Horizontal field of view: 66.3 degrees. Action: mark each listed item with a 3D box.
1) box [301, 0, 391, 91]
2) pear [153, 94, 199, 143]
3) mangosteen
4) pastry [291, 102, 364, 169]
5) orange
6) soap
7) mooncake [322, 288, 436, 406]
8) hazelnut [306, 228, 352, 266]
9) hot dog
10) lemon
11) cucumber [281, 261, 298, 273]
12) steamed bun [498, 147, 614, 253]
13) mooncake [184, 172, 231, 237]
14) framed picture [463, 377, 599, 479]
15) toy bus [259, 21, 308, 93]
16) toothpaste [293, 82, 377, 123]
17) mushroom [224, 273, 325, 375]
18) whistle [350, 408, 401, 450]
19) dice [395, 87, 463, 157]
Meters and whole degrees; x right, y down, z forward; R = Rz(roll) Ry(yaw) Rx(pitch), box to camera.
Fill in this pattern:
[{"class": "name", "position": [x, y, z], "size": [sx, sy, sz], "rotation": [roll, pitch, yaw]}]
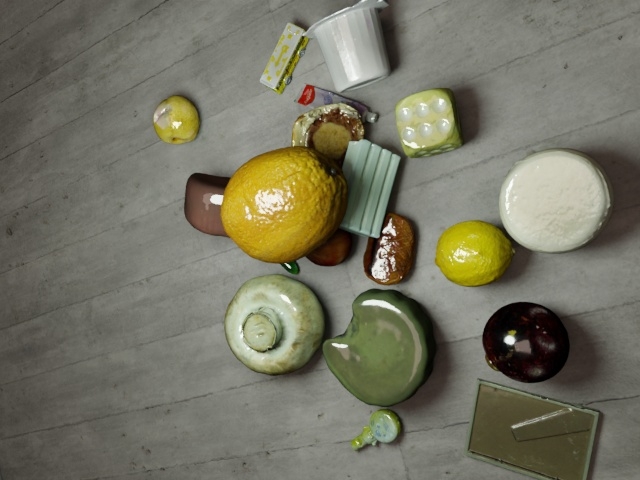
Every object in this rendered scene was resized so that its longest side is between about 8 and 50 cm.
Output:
[{"class": "box", "position": [0.120, -0.581, 1.485], "size": [0.291, 0.262, 0.206], "rotation": [3, 115, 63]}, {"class": "pear", "position": [-0.527, -0.443, 1.796], "size": [0.178, 0.178, 0.178], "rotation": [1, 92, 22]}, {"class": "mangosteen", "position": [0.558, 0.295, 1.368], "size": [0.228, 0.228, 0.265], "rotation": [40, 143, 16]}, {"class": "pastry", "position": [0.013, -0.300, 1.565], "size": [0.236, 0.170, 0.256], "rotation": [-16, 112, -14]}, {"class": "orange", "position": [-0.094, -0.102, 1.364], "size": [0.357, 0.322, 0.322], "rotation": [-30, 80, 31]}, {"class": "soap", "position": [0.132, -0.155, 1.497], "size": [0.087, 0.159, 0.265], "rotation": [10, 84, 58]}, {"class": "mooncake", "position": [0.194, 0.327, 1.521], "size": [0.351, 0.187, 0.351], "rotation": [-1, 88, 23]}, {"class": "hazelnut", "position": [0.000, 0.000, 1.592], "size": [0.204, 0.178, 0.178], "rotation": [40, 107, 33]}, {"class": "hot dog", "position": [0.215, 0.026, 1.543], "size": [0.160, 0.099, 0.227], "rotation": [16, 93, 22]}, {"class": "lemon", "position": [0.438, 0.038, 1.405], "size": [0.231, 0.192, 0.192], "rotation": [-10, 88, 29]}, {"class": "cucumber", "position": [-0.179, 0.017, 1.734], "size": [0.284, 0.056, 0.056], "rotation": [42, 106, 12]}, {"class": "steamed bun", "position": [0.632, -0.108, 1.325], "size": [0.283, 0.177, 0.283], "rotation": [5, 100, 26]}, {"class": "mooncake", "position": [-0.300, -0.118, 1.634], "size": [0.333, 0.326, 0.174], "rotation": [19, 111, 31]}, {"class": "framed picture", "position": [0.612, 0.569, 1.444], "size": [0.335, 0.022, 0.247], "rotation": [10, 95, 22]}, {"class": "toy bus", "position": [-0.118, -0.618, 1.672], "size": [0.081, 0.074, 0.226], "rotation": [35, 103, 17]}, {"class": "toothpaste", "position": [0.051, -0.449, 1.625], "size": [0.301, 0.048, 0.075], "rotation": [25, 105, 22]}, {"class": "mushroom", "position": [-0.155, 0.279, 1.621], "size": [0.352, 0.260, 0.352], "rotation": [3, 98, 20]}, {"class": "whistle", "position": [0.181, 0.631, 1.612], "size": [0.198, 0.057, 0.104], "rotation": [-45, 65, 25]}, {"class": "dice", "position": [0.323, -0.343, 1.448], "size": [0.169, 0.169, 0.166], "rotation": [-12, 88, 22]}]
